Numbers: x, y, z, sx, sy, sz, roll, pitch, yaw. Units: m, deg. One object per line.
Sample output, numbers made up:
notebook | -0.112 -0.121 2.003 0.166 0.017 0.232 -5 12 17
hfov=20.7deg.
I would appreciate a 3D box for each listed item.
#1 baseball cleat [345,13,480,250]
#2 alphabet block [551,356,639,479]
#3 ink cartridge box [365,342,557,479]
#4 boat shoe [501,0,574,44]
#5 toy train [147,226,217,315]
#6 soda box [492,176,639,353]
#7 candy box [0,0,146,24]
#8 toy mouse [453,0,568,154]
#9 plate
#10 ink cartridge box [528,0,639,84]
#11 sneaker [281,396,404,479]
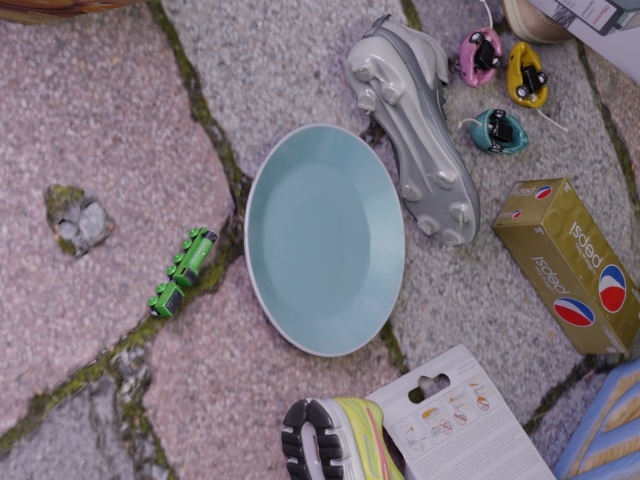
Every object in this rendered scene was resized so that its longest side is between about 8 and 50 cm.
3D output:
baseball cleat | 0.095 -0.096 1.480 0.109 0.072 0.206 -55 128 -42
alphabet block | 0.352 0.219 1.602 0.197 0.192 0.193 44 56 -8
ink cartridge box | 0.119 0.192 1.496 0.145 0.045 0.179 -24 75 -45
boat shoe | 0.283 -0.255 1.670 0.302 0.098 0.109 -18 100 -46
toy train | -0.101 0.022 1.296 0.017 0.024 0.083 50 54 -32
soda box | 0.234 0.026 1.627 0.181 0.058 0.061 52 53 -30
candy box | -0.242 -0.206 1.046 0.316 0.183 0.087 8 80 -46
toy mouse | 0.150 -0.131 1.569 0.143 0.031 0.161 -43 117 -40
plate | 0.000 0.000 1.405 0.188 0.024 0.188 5 83 -47
ink cartridge box | 0.258 -0.298 1.549 0.289 0.121 0.211 35 58 -8
sneaker | 0.037 0.220 1.388 0.094 0.081 0.208 -12 96 -49
